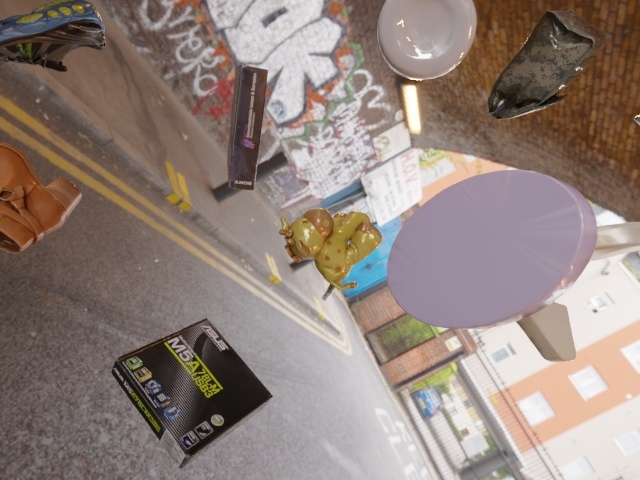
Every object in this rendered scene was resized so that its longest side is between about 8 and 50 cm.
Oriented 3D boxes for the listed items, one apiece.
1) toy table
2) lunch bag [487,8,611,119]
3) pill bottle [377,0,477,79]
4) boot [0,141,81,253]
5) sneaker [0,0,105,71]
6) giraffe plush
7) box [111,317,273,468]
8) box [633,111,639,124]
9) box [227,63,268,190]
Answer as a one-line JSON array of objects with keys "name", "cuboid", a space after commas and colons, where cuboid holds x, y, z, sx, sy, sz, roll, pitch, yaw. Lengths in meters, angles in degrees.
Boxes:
[{"name": "toy table", "cuboid": [0.232, 0.020, 0.568, 0.274, 0.161, 0.252, -9, -105, 59]}, {"name": "lunch bag", "cuboid": [0.599, -0.450, 1.233, 0.169, 0.287, 0.235, 45, 43, 15]}, {"name": "pill bottle", "cuboid": [0.224, -0.455, 1.012, 0.187, 0.188, 0.334, 61, 17, -14]}, {"name": "boot", "cuboid": [-0.485, -0.069, 0.682, 0.197, 0.073, 0.152, 24, 38, -7]}, {"name": "sneaker", "cuboid": [-0.367, -0.244, 0.582, 0.078, 0.188, 0.067, 78, -12, -50]}, {"name": "giraffe plush", "cuboid": [0.000, 0.000, 0.976, 0.170, 0.210, 0.181, 36, -20, -33]}, {"name": "box", "cuboid": [-0.202, 0.233, 0.739, 0.191, 0.045, 0.184, 44, 35, 19]}, {"name": "box", "cuboid": [0.852, -0.241, 0.945, 0.191, 0.143, 0.381, 44, 16, -1]}, {"name": "box", "cuboid": [-0.083, -0.129, 0.499, 0.162, 0.029, 0.116, -117, -146, -67]}]
